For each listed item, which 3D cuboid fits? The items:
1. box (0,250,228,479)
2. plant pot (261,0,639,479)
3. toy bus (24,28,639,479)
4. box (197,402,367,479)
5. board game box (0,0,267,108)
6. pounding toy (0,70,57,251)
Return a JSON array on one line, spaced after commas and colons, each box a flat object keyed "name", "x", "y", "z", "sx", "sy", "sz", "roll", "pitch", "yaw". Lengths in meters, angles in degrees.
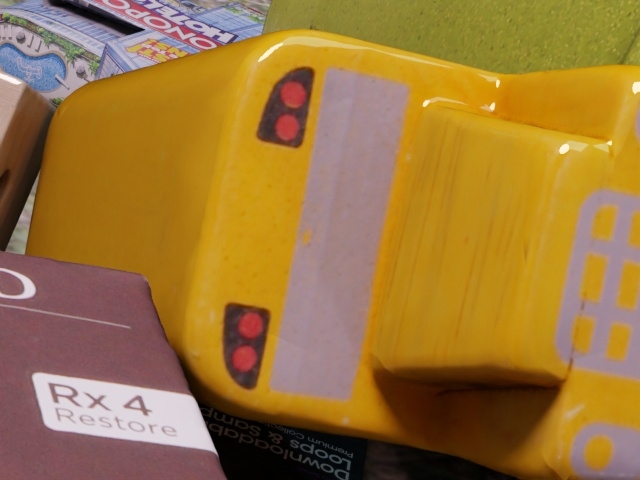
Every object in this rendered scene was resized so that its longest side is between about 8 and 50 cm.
[{"name": "box", "x": -0.116, "y": 0.114, "z": 0.369, "sx": 0.168, "sy": 0.167, "sz": 0.203, "roll": 9, "pitch": 26, "yaw": -24}, {"name": "plant pot", "x": 0.158, "y": -0.038, "z": 0.741, "sx": 0.366, "sy": 0.366, "sz": 0.353, "roll": 1, "pitch": 19, "yaw": -37}, {"name": "toy bus", "x": 0.000, "y": 0.000, "z": 0.538, "sx": 0.130, "sy": 0.108, "sz": 0.332, "roll": 13, "pitch": -2, "yaw": -19}, {"name": "box", "x": -0.037, "y": 0.068, "z": 0.702, "sx": 0.116, "sy": 0.029, "sz": 0.162, "roll": 19, "pitch": 25, "yaw": -3}, {"name": "board game box", "x": -0.096, "y": -0.097, "z": 0.967, "sx": 0.194, "sy": 0.060, "sz": 0.194, "roll": 27, "pitch": 24, "yaw": 15}, {"name": "pounding toy", "x": -0.176, "y": -0.010, "z": 0.649, "sx": 0.130, "sy": 0.141, "sz": 0.100, "roll": 22, "pitch": -4, "yaw": 5}]
